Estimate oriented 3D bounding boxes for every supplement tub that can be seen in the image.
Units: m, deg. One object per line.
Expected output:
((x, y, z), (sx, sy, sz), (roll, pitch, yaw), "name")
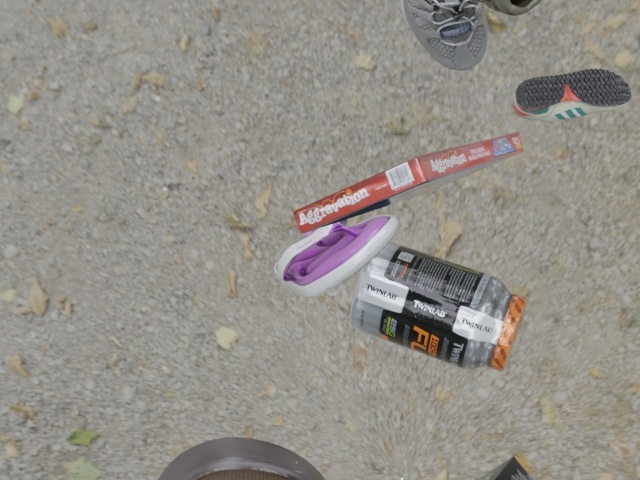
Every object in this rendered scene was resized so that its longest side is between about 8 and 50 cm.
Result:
((0.234, 0.134, 1.715), (0.316, 0.193, 0.194), (18, 77, 17), "supplement tub")

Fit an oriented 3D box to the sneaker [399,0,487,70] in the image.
((0.147, -0.304, 1.067), (0.105, 0.281, 0.115), (-21, 49, 11), "sneaker")

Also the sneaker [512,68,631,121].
((0.346, -0.198, 1.214), (0.161, 0.075, 0.057), (-5, 79, -1), "sneaker")

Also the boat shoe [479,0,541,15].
((0.237, -0.349, 0.796), (0.305, 0.109, 0.091), (-58, 38, 22), "boat shoe")

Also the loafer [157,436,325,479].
((-0.100, 0.279, 0.437), (0.133, 0.130, 0.366), (19, 100, -11), "loafer")

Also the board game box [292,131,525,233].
((0.104, -0.065, 0.912), (0.145, 0.281, 0.027), (-21, 89, 33), "board game box")

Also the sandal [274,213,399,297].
((-0.010, 0.011, 1.436), (0.102, 0.416, 0.169), (46, 71, -10), "sandal")

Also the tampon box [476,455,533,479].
((0.316, 0.492, 1.578), (0.101, 0.161, 0.120), (50, 124, 11), "tampon box")
